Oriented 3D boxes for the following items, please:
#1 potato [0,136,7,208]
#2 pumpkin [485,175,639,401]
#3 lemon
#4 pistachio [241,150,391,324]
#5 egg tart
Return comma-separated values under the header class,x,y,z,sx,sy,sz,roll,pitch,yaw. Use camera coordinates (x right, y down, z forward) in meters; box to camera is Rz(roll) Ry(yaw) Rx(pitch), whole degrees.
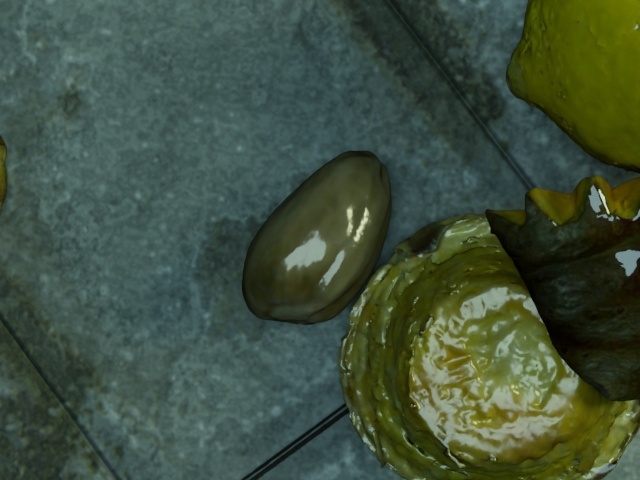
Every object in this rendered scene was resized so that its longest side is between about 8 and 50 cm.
class,x,y,z,sx,sy,sz,roll,pitch,yaw
potato,-0.361,-0.067,1.095,0.096,0.066,0.103,15,92,4
pumpkin,0.268,0.045,0.907,0.254,0.130,0.149,15,67,-28
lemon,0.303,-0.169,0.899,0.310,0.258,0.258,-9,91,10
pistachio,0.000,0.000,1.031,0.185,0.126,0.108,-50,128,4
egg tart,0.158,0.113,1.003,0.294,0.116,0.295,0,90,9
